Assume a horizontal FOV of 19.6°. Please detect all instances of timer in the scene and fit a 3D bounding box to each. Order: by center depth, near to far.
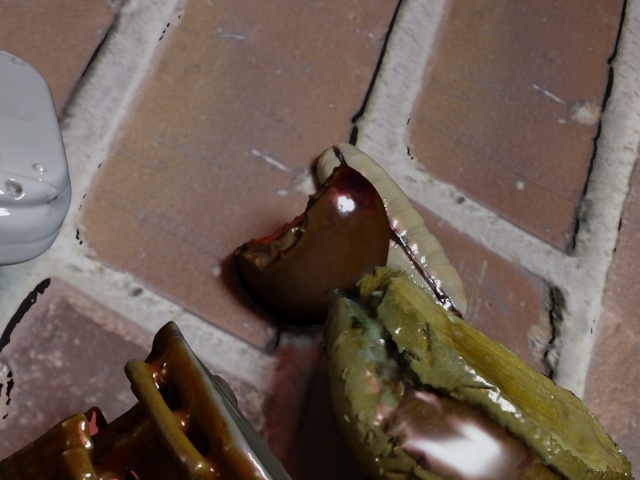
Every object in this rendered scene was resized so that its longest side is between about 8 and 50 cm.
[{"bbox_3d":[-0.313,-0.088,1.435,0.237,0.087,0.262,15,29,-25],"label":"timer"}]

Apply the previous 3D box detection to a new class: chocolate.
[{"bbox_3d":[0.000,0.000,1.581,0.127,0.133,0.124,19,50,-16],"label":"chocolate"}]

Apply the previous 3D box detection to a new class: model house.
[{"bbox_3d":[-0.130,0.204,1.285,0.229,0.219,0.199,-40,90,-2],"label":"model house"}]

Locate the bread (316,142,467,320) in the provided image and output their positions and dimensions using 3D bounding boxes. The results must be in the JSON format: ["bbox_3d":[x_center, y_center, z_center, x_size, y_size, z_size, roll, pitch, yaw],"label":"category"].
[{"bbox_3d":[0.066,-0.007,1.689,0.073,0.053,0.214,-20,68,-38],"label":"bread"}]

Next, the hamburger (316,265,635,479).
[{"bbox_3d":[0.120,0.160,1.470,0.309,0.132,0.211,39,15,-7],"label":"hamburger"}]
